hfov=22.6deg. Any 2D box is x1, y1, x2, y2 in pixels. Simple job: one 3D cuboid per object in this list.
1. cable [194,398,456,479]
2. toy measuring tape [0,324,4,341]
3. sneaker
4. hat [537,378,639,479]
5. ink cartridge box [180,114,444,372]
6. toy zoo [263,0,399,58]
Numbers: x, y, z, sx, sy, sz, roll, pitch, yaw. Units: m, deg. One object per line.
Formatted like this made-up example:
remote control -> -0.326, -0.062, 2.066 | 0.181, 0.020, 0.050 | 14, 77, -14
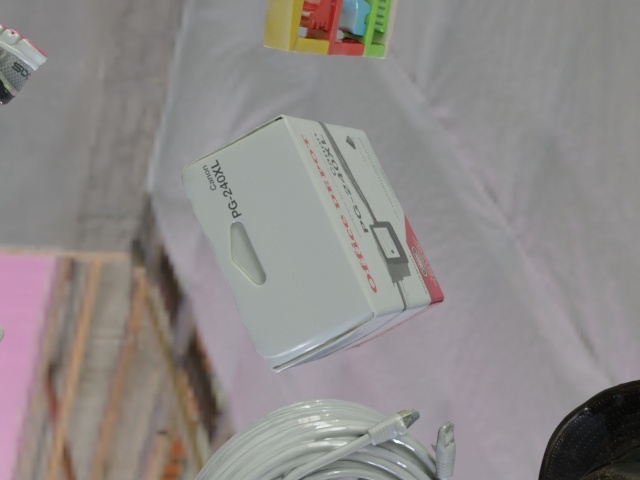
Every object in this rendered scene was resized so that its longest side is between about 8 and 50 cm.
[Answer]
cable -> -0.006, 0.263, 1.390 | 0.089, 0.257, 0.257 | -129, -150, -63
toy measuring tape -> -0.213, -0.046, 0.683 | 0.330, 0.121, 0.121 | 55, 3, -37
sneaker -> -0.338, -0.175, 1.452 | 0.063, 0.170, 0.075 | 123, -8, -83
hat -> 0.315, 0.305, 1.521 | 0.331, 0.134, 0.331 | 9, -75, 36
ink cartridge box -> 0.000, 0.000, 0.819 | 0.109, 0.063, 0.150 | 65, 15, 6
toy zoo -> 0.016, -0.276, 1.553 | 0.030, 0.293, 0.192 | 15, -79, 23
